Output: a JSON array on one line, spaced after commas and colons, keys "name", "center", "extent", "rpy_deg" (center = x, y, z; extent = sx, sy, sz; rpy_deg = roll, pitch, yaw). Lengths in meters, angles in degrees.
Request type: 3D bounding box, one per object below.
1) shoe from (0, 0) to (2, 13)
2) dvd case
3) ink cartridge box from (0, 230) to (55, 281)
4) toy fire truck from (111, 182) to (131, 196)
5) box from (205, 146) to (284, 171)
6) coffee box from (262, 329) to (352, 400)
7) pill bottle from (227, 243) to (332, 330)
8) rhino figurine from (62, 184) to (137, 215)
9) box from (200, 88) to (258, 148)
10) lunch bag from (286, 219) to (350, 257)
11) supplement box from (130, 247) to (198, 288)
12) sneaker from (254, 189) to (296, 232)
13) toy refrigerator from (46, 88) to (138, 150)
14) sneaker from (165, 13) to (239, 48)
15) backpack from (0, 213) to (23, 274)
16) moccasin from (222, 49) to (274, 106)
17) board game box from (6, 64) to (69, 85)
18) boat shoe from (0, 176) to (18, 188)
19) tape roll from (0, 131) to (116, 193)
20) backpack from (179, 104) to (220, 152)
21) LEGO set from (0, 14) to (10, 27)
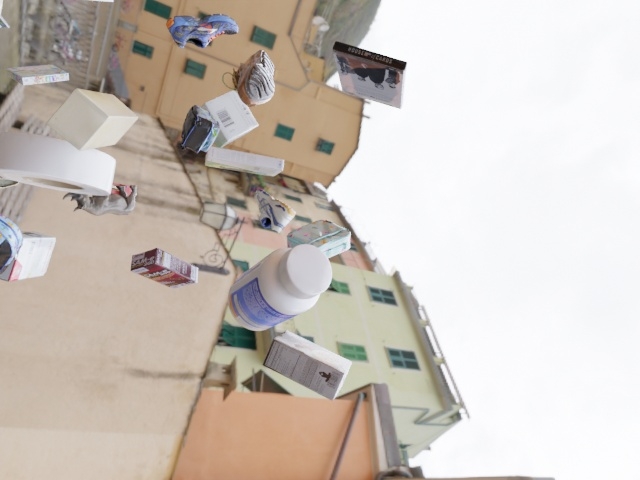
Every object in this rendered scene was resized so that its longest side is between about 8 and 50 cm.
[{"name": "shoe", "center": [-0.890, -0.659, 1.227], "extent": [0.076, 0.058, 0.219], "rpy_deg": [33, -68, 30]}, {"name": "dvd case", "center": [0.129, -0.414, 1.165], "extent": [0.239, 0.179, 0.029], "rpy_deg": [28, 82, -81]}, {"name": "ink cartridge box", "center": [-0.863, 0.042, 1.322], "extent": [0.175, 0.072, 0.127], "rpy_deg": [-170, -82, -86]}, {"name": "toy fire truck", "center": [-0.752, -0.192, 1.629], "extent": [0.135, 0.192, 0.047], "rpy_deg": [9, -93, 38]}, {"name": "box", "center": [-0.341, -0.344, 2.015], "extent": [0.232, 0.322, 0.058], "rpy_deg": [-177, -85, -74]}, {"name": "coffee box", "center": [-0.039, 0.393, 1.460], "extent": [0.098, 0.247, 0.141], "rpy_deg": [-68, 167, 5]}, {"name": "pill bottle", "center": [-0.093, 0.107, 1.042], "extent": [0.272, 0.152, 0.152], "rpy_deg": [-32, -131, 50]}, {"name": "rhino figurine", "center": [-0.721, -0.134, 1.505], "extent": [0.073, 0.243, 0.106], "rpy_deg": [-1, -88, 36]}, {"name": "box", "center": [-0.399, -0.521, 1.956], "extent": [0.182, 0.181, 0.119], "rpy_deg": [-39, -165, -34]}, {"name": "lunch bag", "center": [0.000, 0.000, 2.131], "extent": [0.224, 0.279, 0.107], "rpy_deg": [24, -54, 41]}, {"name": "supplement box", "center": [-0.615, 0.115, 1.816], "extent": [0.130, 0.239, 0.073], "rpy_deg": [-16, -119, 22]}, {"name": "sneaker", "center": [-0.232, -0.128, 1.988], "extent": [0.131, 0.112, 0.296], "rpy_deg": [-55, -143, -3]}, {"name": "toy refrigerator", "center": [-0.533, -0.289, 1.085], "extent": [0.102, 0.094, 0.269], "rpy_deg": [-46, -164, 5]}, {"name": "sneaker", "center": [-0.354, -0.633, 1.398], "extent": [0.083, 0.221, 0.087], "rpy_deg": [4, -71, 63]}, {"name": "backpack", "center": [-0.777, -0.008, 1.059], "extent": [0.173, 0.158, 0.117], "rpy_deg": [-36, -156, 29]}, {"name": "moccasin", "center": [-0.250, -0.561, 1.601], "extent": [0.147, 0.139, 0.380], "rpy_deg": [-26, -141, 15]}, {"name": "board game box", "center": [-0.966, -0.569, 1.563], "extent": [0.103, 0.154, 0.026], "rpy_deg": [31, -52, 24]}, {"name": "boat shoe", "center": [-1.247, -0.220, 1.767], "extent": [0.043, 0.137, 0.049], "rpy_deg": [15, -68, 42]}, {"name": "tape roll", "center": [-0.714, -0.200, 1.236], "extent": [0.286, 0.286, 0.100], "rpy_deg": [-2, -100, 64]}, {"name": "backpack", "center": [-0.324, -0.298, 1.224], "extent": [0.105, 0.084, 0.114], "rpy_deg": [-52, -143, 24]}, {"name": "LEGO set", "center": [-0.826, -0.579, 1.010], "extent": [0.182, 0.244, 0.060], "rpy_deg": [22, -119, 37]}]
